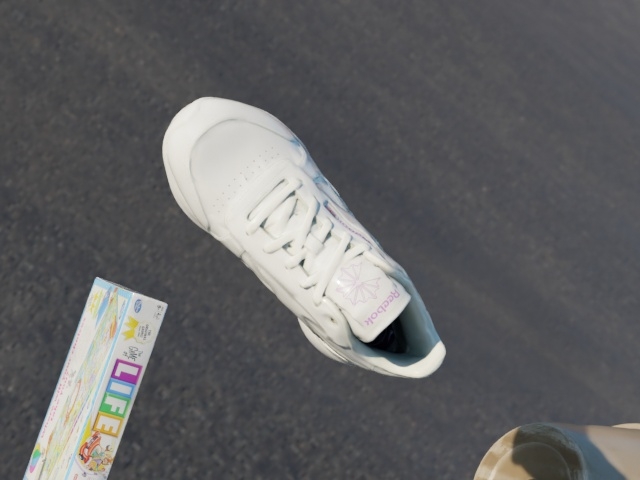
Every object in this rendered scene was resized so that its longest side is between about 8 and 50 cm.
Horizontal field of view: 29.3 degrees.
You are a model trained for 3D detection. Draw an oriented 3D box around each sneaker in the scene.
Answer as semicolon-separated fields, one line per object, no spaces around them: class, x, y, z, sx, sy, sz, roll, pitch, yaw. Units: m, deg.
sneaker;0.000;0.000;0.992;0.305;0.114;0.152;47;-12;-27

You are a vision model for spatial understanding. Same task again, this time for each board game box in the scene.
board game box;-0.155;0.106;0.832;0.026;0.154;0.103;21;-4;-24

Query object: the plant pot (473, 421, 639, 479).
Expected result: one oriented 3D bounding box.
plant pot;0.358;0.371;1.637;0.280;0.323;0.323;29;29;-36
